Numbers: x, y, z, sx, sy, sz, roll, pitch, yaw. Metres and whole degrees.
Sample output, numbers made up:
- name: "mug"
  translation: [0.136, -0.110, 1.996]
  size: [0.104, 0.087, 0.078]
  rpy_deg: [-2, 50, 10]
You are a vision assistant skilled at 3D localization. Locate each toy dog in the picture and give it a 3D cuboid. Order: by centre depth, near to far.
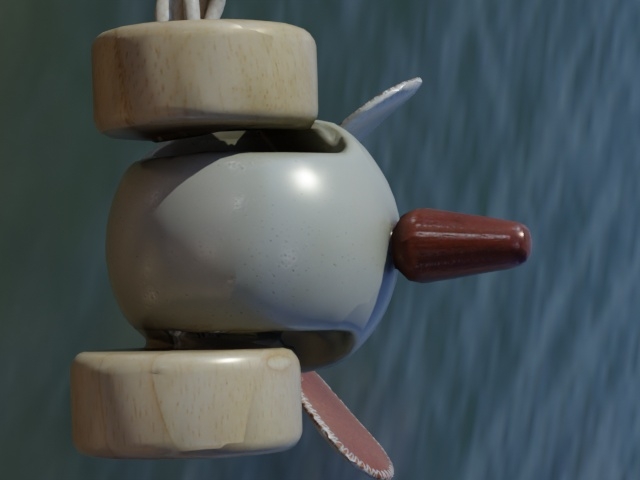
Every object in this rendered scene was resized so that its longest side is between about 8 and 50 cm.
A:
- name: "toy dog"
  translation: [0.000, 0.000, 0.766]
  size: [0.333, 0.161, 0.220]
  rpy_deg: [-78, 170, -72]
